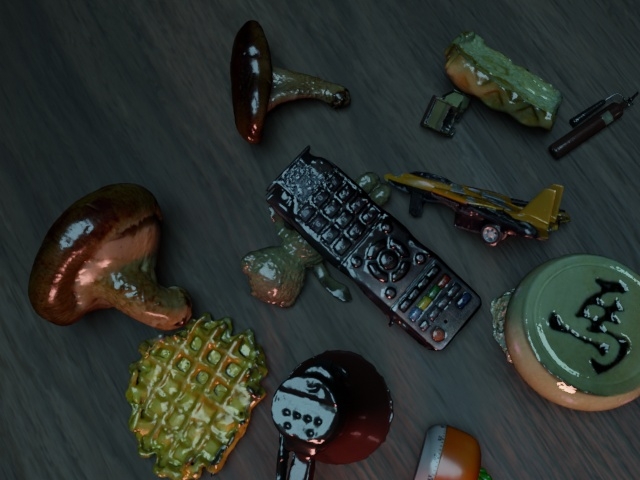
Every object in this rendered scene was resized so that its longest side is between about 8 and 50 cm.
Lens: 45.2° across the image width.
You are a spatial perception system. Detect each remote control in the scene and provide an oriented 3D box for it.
[{"bbox_3d":[0.084,0.020,1.294,0.399,0.062,0.144,43,82,-1],"label":"remote control"}]

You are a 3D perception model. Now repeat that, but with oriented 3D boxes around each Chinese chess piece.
[{"bbox_3d":[0.418,0.142,1.213,0.250,0.101,0.250,1,68,-2],"label":"Chinese chess piece"}]

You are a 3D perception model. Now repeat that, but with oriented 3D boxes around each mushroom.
[{"bbox_3d":[-0.356,0.027,1.314,0.254,0.267,0.267,4,79,18],"label":"mushroom"},{"bbox_3d":[-0.054,-0.289,1.409,0.217,0.148,0.227,-3,87,-10],"label":"mushroom"}]

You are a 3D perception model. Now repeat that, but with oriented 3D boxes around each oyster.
[{"bbox_3d":[0.322,0.138,1.290,0.098,0.037,0.100,-40,75,-1],"label":"oyster"}]

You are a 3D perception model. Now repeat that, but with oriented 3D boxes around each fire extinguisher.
[{"bbox_3d":[0.472,-0.207,1.342,0.173,0.035,0.049,-34,37,1],"label":"fire extinguisher"}]

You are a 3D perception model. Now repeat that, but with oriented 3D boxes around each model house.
[{"bbox_3d":[0.222,-0.235,1.380,0.058,0.057,0.083,32,105,39],"label":"model house"}]

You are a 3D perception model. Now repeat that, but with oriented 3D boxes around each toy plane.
[{"bbox_3d":[0.248,-0.057,1.306,0.316,0.204,0.103,9,107,29],"label":"toy plane"}]

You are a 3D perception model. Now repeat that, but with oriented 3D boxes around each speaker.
[{"bbox_3d":[-0.026,0.295,1.179,0.198,0.329,0.259,39,94,14],"label":"speaker"}]

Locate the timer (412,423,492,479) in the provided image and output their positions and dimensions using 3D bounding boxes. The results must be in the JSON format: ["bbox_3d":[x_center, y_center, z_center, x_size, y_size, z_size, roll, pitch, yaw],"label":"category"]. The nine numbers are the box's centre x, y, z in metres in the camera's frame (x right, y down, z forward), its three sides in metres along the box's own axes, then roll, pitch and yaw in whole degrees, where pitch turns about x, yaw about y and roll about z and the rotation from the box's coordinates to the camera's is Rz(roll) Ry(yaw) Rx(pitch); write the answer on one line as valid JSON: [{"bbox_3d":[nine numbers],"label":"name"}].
[{"bbox_3d":[0.215,0.370,1.233,0.136,0.099,0.136,0,91,3],"label":"timer"}]

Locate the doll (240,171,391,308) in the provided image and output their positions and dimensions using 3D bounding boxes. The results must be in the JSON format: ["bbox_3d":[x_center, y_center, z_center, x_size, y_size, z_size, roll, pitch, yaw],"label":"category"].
[{"bbox_3d":[-0.013,-0.011,1.351,0.202,0.091,0.286,23,94,-20],"label":"doll"}]

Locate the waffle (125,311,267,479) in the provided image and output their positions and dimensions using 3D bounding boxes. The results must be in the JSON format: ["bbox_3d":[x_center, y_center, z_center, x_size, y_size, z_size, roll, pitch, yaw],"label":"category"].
[{"bbox_3d":[-0.216,0.269,1.338,0.262,0.060,0.281,-16,73,8],"label":"waffle"}]

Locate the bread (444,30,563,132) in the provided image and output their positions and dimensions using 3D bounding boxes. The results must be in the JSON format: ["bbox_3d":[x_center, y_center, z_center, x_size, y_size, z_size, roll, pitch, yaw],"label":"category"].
[{"bbox_3d":[0.318,-0.272,1.348,0.232,0.088,0.128,36,45,9],"label":"bread"}]
